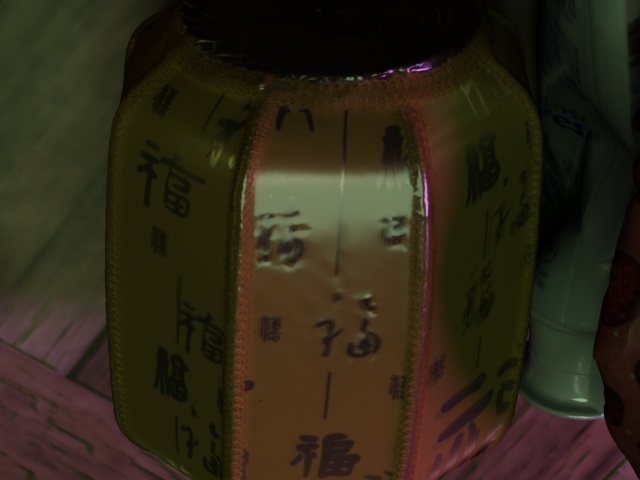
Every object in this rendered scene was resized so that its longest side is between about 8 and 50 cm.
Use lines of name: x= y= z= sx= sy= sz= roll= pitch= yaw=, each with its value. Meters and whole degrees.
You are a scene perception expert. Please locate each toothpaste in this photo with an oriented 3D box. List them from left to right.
toothpaste: x=0.097 y=-0.053 z=0.705 sx=0.061 sy=0.096 sz=0.266 roll=-5 pitch=126 yaw=-1

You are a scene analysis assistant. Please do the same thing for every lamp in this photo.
lamp: x=0.000 y=0.000 z=0.700 sx=0.161 sy=0.161 sz=0.185 roll=3 pitch=120 yaw=-3

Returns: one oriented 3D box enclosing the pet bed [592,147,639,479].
pet bed: x=0.143 y=0.000 z=0.687 sx=0.053 sy=0.201 sz=0.201 roll=10 pitch=125 yaw=19
